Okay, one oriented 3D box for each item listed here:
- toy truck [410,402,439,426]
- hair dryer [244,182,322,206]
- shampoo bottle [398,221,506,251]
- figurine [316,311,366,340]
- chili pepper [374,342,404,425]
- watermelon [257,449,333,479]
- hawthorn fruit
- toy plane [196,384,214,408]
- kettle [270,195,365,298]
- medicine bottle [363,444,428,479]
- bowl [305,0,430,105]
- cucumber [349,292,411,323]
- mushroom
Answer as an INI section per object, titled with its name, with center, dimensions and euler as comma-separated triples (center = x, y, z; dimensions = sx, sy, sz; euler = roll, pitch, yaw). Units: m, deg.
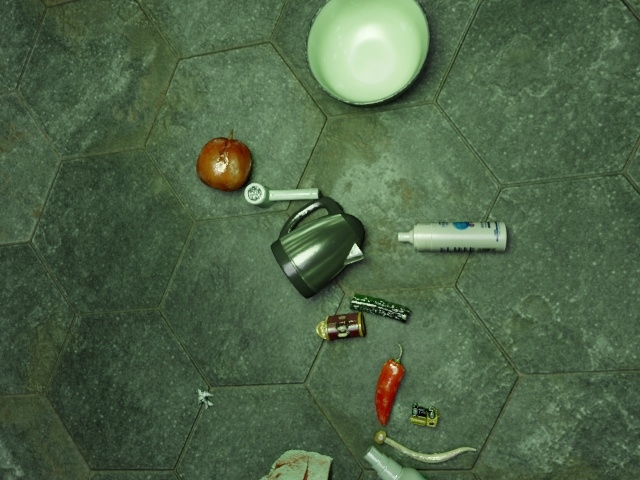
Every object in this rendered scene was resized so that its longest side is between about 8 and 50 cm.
[toy truck]
center = 0.320, 0.539, 1.439
dimensions = 0.084, 0.049, 0.054
euler = 7, 93, 13
[hair dryer]
center = -0.112, -0.141, 1.488
dimensions = 0.237, 0.131, 0.073
euler = 2, 90, 6
[shampoo bottle]
center = 0.387, -0.012, 1.400
dimensions = 0.304, 0.092, 0.092
euler = 1, 91, 12
[figurine]
center = 0.062, 0.279, 1.467
dimensions = 0.155, 0.098, 0.082
euler = -9, 92, 9
[chili pepper]
center = 0.212, 0.450, 1.457
dimensions = 0.071, 0.063, 0.272
euler = 17, 97, 24
[watermelon]
center = -0.074, 0.785, 1.493
dimensions = 0.213, 0.201, 0.261
euler = 2, 134, 11
[hawthorn fruit]
center = -0.299, -0.257, 1.494
dimensions = 0.179, 0.179, 0.200
euler = 20, 100, 11
[toy plane]
center = -0.398, 0.531, 1.598
dimensions = 0.079, 0.031, 0.083
euler = -36, 86, 23
[kettle]
center = 0.010, 0.014, 1.448
dimensions = 0.271, 0.250, 0.207
euler = -34, 114, 3
[medicine bottle]
center = 0.280, 0.758, 1.418
dimensions = 0.352, 0.110, 0.110
euler = 39, 98, 9
[bowl]
center = 0.145, -0.553, 1.396
dimensions = 0.354, 0.185, 0.353
euler = 0, 90, 12
[cucumber]
center = 0.186, 0.210, 1.461
dimensions = 0.187, 0.058, 0.058
euler = 13, 93, 11
[mushroom]
center = 0.318, 0.645, 1.449
dimensions = 0.307, 0.043, 0.068
euler = 8, 117, 10
